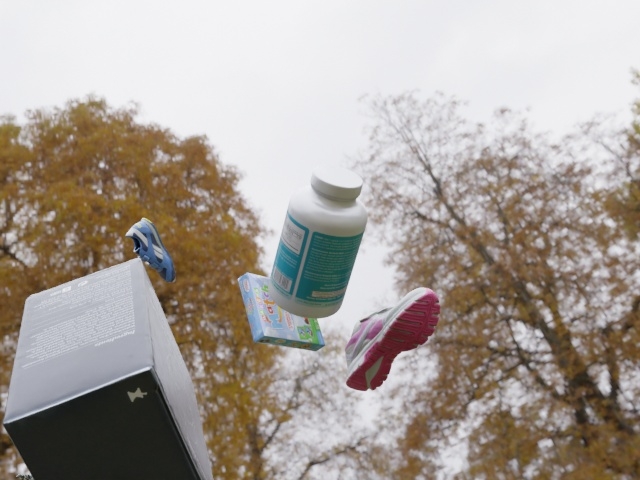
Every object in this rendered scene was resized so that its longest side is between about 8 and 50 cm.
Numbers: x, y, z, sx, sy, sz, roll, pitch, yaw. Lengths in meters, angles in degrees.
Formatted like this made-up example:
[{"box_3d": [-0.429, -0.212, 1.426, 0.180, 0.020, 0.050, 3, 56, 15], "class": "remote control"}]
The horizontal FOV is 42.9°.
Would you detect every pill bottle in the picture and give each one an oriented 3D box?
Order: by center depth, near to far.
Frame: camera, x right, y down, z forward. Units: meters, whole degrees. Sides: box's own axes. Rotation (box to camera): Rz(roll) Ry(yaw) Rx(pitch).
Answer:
[{"box_3d": [0.000, 0.000, 1.484, 0.146, 0.146, 0.264, 2, -60, -26], "class": "pill bottle"}]

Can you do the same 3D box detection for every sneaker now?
[{"box_3d": [0.124, 0.172, 1.573, 0.103, 0.111, 0.252, 27, -64, -36], "class": "sneaker"}, {"box_3d": [-0.347, 0.028, 1.662, 0.059, 0.053, 0.144, -35, -75, -32], "class": "sneaker"}]

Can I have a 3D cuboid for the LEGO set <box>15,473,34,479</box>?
[{"box_3d": [-0.506, 0.439, 1.461, 0.054, 0.023, 0.083, -7, -49, 40], "class": "LEGO set"}]

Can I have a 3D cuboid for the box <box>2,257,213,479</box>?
[{"box_3d": [-0.323, 0.256, 1.288, 0.212, 0.395, 0.293, -20, -66, -7], "class": "box"}]

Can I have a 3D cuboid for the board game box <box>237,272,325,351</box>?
[{"box_3d": [-0.088, 0.167, 1.873, 0.039, 0.160, 0.211, -34, -31, 30], "class": "board game box"}]
